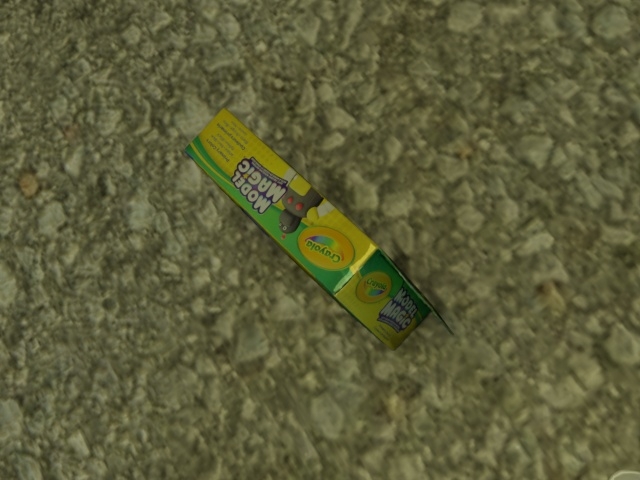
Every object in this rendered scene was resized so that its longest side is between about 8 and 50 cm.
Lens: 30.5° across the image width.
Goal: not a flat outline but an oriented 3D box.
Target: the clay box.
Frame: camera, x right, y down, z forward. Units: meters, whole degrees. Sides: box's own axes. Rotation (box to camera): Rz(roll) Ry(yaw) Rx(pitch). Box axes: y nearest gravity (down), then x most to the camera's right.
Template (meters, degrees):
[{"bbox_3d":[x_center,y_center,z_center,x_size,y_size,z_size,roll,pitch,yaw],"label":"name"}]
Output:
[{"bbox_3d":[0.000,0.000,0.905,0.053,0.127,0.222,-46,56,0],"label":"clay box"}]

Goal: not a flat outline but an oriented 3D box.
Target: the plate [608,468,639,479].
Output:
[{"bbox_3d":[0.270,0.305,0.690,0.277,0.045,0.278,12,73,28],"label":"plate"}]
